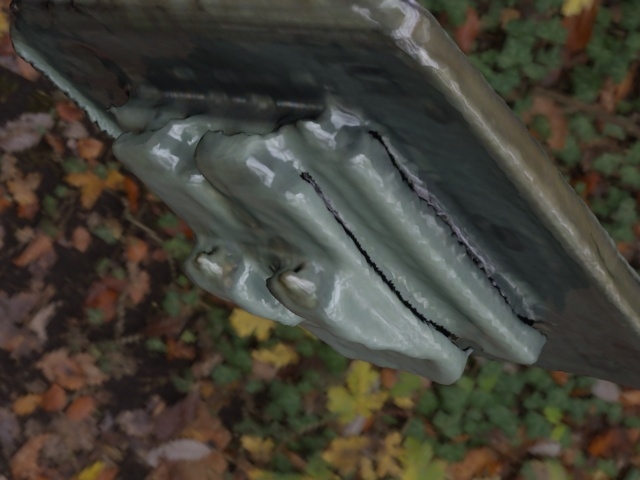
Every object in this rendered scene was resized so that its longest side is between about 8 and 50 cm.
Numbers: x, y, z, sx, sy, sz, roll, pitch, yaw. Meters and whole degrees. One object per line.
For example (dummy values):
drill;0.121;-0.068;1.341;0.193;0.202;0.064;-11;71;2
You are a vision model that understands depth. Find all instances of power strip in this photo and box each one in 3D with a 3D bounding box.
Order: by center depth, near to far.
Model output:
power strip;0.000;0.000;0.472;0.213;0.198;0.064;43;67;-37
